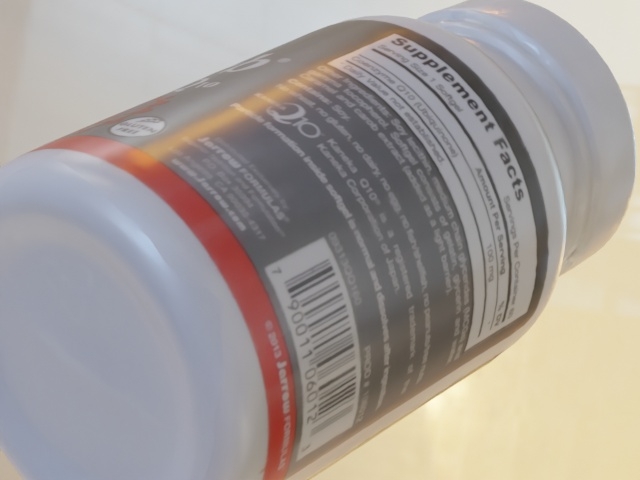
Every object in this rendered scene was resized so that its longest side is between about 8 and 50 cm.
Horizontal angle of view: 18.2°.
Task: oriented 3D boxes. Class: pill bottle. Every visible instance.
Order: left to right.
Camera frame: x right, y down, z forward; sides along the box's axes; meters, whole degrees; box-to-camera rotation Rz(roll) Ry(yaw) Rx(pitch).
[{"bbox_3d":[0.000,0.000,1.068,0.363,0.210,0.210,-28,-64,-43],"label":"pill bottle"}]
